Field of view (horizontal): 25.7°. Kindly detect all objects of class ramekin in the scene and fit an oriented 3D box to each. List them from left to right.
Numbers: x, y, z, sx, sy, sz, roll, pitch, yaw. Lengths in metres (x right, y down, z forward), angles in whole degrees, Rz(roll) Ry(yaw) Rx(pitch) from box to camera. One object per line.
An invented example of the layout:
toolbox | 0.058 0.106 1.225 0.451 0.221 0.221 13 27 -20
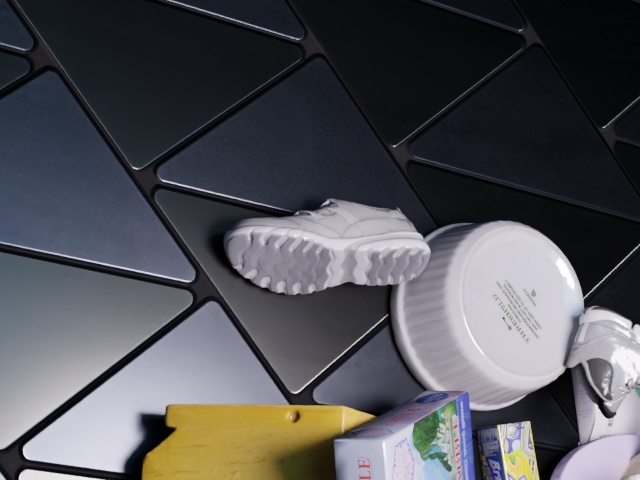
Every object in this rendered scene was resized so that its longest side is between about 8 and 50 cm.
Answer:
ramekin | 0.242 0.095 1.934 0.272 0.127 0.273 8 73 -29

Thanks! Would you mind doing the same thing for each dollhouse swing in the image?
dollhouse swing | -0.032 0.400 1.740 0.315 0.305 0.347 -1 74 13

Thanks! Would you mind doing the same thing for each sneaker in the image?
sneaker | 0.000 0.000 1.859 0.281 0.105 0.115 4 42 -25
sneaker | 0.435 0.192 1.885 0.228 0.086 0.132 25 76 7

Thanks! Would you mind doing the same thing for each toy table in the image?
toy table | 0.473 0.350 1.937 0.274 0.161 0.252 -7 79 -33

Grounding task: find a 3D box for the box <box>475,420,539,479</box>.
box | 0.264 0.337 1.927 0.059 0.054 0.169 -2 79 -30

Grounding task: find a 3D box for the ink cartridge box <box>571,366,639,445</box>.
ink cartridge box | 0.463 0.273 2.060 0.181 0.056 0.225 1 75 -29

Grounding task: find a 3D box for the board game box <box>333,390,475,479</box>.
board game box | 0.114 0.361 1.675 0.318 0.065 0.319 -12 98 -66
